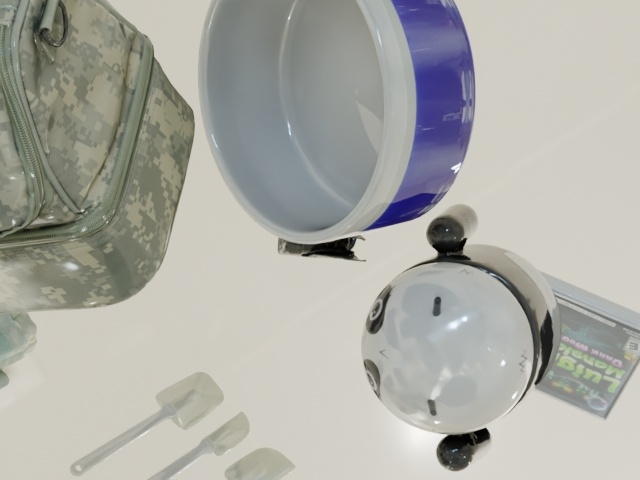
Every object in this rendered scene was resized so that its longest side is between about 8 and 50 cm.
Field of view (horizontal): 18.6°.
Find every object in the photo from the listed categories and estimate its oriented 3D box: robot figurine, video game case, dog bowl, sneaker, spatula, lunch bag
[{"bbox_3d":[0.138,0.093,1.913,0.173,0.209,0.278,-42,174,16],"label":"robot figurine"},{"bbox_3d":[0.248,0.106,2.100,0.173,0.190,0.022,108,6,-51],"label":"video game case"},{"bbox_3d":[0.010,-0.134,1.710,0.104,0.264,0.265,-11,173,-39],"label":"dog bowl"},{"bbox_3d":[0.000,-0.003,2.209,0.089,0.051,0.170,3,-174,-5],"label":"sneaker"},{"bbox_3d":[-0.161,0.252,2.207,0.242,0.168,0.019,-31,164,-42],"label":"spatula"},{"bbox_3d":[-0.280,-0.088,1.438,0.305,0.256,0.212,-3,-127,23],"label":"lunch bag"}]

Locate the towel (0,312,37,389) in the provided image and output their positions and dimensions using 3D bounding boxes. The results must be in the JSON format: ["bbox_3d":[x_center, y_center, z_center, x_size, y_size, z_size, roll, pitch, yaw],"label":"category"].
[{"bbox_3d":[-0.458,0.024,1.636,0.374,0.320,0.090,-18,157,-39],"label":"towel"}]
